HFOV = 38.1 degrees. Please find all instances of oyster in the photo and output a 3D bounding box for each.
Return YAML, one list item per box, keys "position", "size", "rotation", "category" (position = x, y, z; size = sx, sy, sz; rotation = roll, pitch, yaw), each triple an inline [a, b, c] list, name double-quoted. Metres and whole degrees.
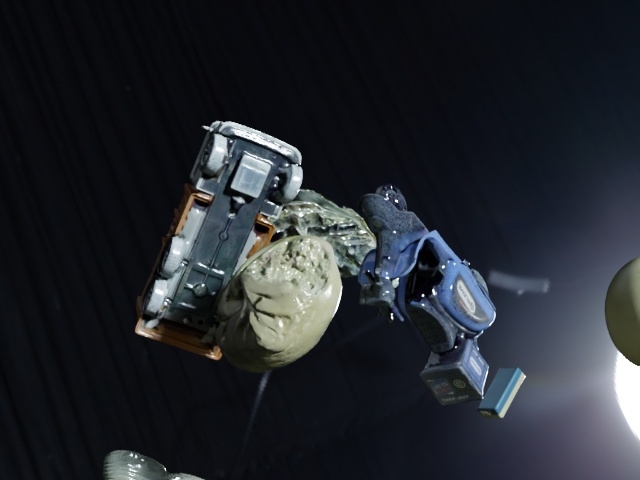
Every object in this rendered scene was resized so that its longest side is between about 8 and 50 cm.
- position: [0.003, 0.003, 1.844]
  size: [0.350, 0.158, 0.162]
  rotation: [25, 163, -11]
  category: "oyster"

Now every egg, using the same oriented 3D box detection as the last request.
- position: [0.676, 0.145, 1.893]
  size: [0.185, 0.242, 0.186]
  rotation: [-2, -157, 1]
  category: "egg"

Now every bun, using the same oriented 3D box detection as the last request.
- position: [-0.073, 0.088, 1.390]
  size: [0.116, 0.210, 0.237]
  rotation: [34, 94, -32]
  category: "bun"

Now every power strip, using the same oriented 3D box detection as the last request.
- position: [0.377, 0.320, 1.940]
  size: [0.056, 0.032, 0.123]
  rotation: [-15, -151, 51]
  category: "power strip"

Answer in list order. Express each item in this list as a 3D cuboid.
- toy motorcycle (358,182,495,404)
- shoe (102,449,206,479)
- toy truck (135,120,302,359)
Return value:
- position: [0.159, 0.080, 1.475]
  size: [0.125, 0.359, 0.213]
  rotation: [-18, -148, 36]
  category: "toy motorcycle"
- position: [-0.359, 0.626, 2.093]
  size: [0.342, 0.211, 0.132]
  rotation: [29, 149, -24]
  category: "shoe"
- position: [-0.185, -0.015, 1.604]
  size: [0.173, 0.388, 0.207]
  rotation: [21, -173, -20]
  category: "toy truck"
